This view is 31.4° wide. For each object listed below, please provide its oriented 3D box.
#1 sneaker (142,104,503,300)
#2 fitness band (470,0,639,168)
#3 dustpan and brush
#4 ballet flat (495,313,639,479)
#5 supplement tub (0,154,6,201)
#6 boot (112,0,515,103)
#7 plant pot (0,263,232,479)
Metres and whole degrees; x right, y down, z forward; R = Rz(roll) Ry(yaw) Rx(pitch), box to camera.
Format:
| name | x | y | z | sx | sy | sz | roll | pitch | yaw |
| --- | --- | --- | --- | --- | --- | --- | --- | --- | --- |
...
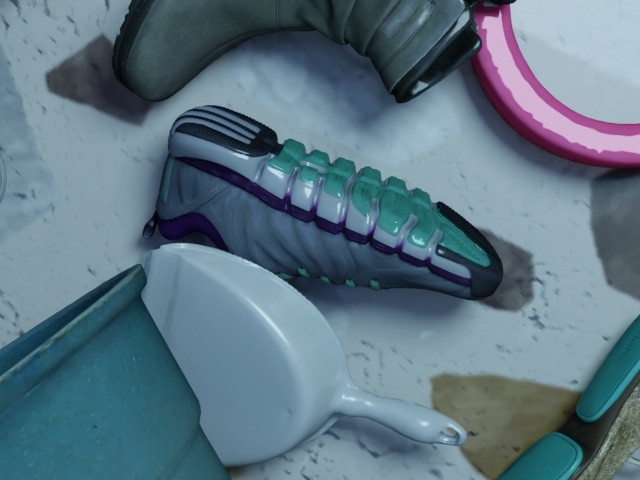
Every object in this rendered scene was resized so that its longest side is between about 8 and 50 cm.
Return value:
| name | x | y | z | sx | sy | sz | roll | pitch | yaw |
| --- | --- | --- | --- | --- | --- | --- | --- | --- | --- |
| sneaker | 0.000 | 0.000 | 0.719 | 0.223 | 0.083 | 0.098 | 26 | 114 | 5 |
| fitness band | 0.199 | -0.189 | 0.711 | 0.209 | 0.054 | 0.291 | 9 | 89 | 3 |
| dustpan and brush | -0.014 | 0.093 | 0.707 | 0.211 | 0.060 | 0.147 | 21 | 112 | 16 |
| ballet flat | 0.174 | 0.133 | 0.703 | 0.067 | 0.073 | 0.206 | 40 | 95 | -12 |
| supplement tub | -0.243 | -0.042 | 0.701 | 0.071 | 0.107 | 0.071 | 0 | 90 | 2 |
| boot | 0.002 | -0.139 | 0.683 | 0.246 | 0.083 | 0.161 | -44 | 77 | 8 |
| plant pot | -0.141 | 0.244 | 0.601 | 0.341 | 0.341 | 0.334 | -34 | 97 | 2 |
